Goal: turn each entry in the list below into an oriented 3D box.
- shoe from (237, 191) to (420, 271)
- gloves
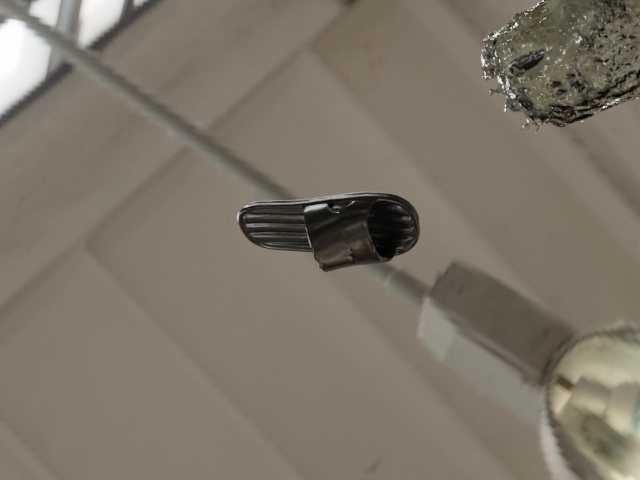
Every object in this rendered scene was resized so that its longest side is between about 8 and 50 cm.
[{"bbox_3d":[0.000,0.000,1.371,0.159,0.062,0.053,2,-139,32],"label":"shoe"},{"bbox_3d":[0.197,-0.135,1.342,0.114,0.153,0.070,48,-136,-18],"label":"gloves"}]
